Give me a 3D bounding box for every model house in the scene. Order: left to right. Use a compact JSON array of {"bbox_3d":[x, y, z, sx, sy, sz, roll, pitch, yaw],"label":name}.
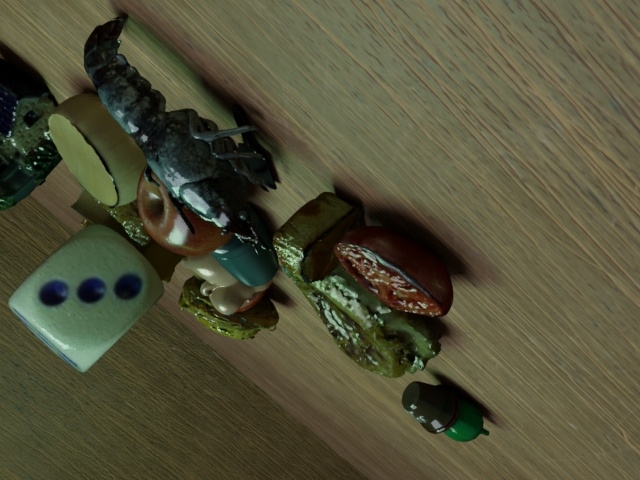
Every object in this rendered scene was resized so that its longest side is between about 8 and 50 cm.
[{"bbox_3d":[-0.778,-0.268,1.571,0.243,0.298,0.284,33,160,14],"label":"model house"}]

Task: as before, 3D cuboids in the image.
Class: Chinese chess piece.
[{"bbox_3d":[-0.468,-0.189,1.431,0.250,0.103,0.250,33,147,25],"label":"Chinese chess piece"}]

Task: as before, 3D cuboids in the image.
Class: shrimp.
[{"bbox_3d":[-0.209,-0.148,1.023,0.410,0.166,0.221,43,132,-15],"label":"shrimp"}]

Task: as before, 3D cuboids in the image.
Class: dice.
[{"bbox_3d":[-0.608,0.151,1.772,0.277,0.304,0.304,45,156,-9],"label":"dice"}]

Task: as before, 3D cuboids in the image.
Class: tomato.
[{"bbox_3d":[0.113,0.033,0.986,0.174,0.082,0.166,43,161,-21],"label":"tomato"}]

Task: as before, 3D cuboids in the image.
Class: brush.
[{"bbox_3d":[-0.110,-0.148,1.078,0.063,0.016,0.193,29,159,24],"label":"brush"}]

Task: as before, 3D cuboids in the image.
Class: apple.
[{"bbox_3d":[-0.232,-0.072,1.227,0.201,0.162,0.201,12,107,45],"label":"apple"}]

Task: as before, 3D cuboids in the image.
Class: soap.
[{"bbox_3d":[-0.549,-0.022,1.945,0.281,0.143,0.259,35,171,17],"label":"soap"}]

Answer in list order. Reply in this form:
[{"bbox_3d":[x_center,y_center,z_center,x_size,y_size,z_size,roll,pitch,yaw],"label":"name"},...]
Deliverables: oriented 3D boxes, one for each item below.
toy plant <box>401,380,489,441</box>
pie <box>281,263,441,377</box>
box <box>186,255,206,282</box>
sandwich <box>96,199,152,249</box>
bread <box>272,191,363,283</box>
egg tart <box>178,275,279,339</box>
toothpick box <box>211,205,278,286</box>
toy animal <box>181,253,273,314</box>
[{"bbox_3d":[0.269,0.370,1.443,0.200,0.105,0.143,32,171,-16],"label":"toy plant"},{"bbox_3d":[0.063,0.131,1.271,0.354,0.103,0.288,17,146,50],"label":"pie"},{"bbox_3d":[-0.270,0.061,1.697,0.177,0.111,0.111,37,161,6],"label":"box"},{"bbox_3d":[-0.505,-0.104,1.707,0.186,0.065,0.215,57,177,40],"label":"sandwich"},{"bbox_3d":[0.000,0.000,1.033,0.069,0.140,0.128,37,157,28],"label":"bread"},{"bbox_3d":[-0.232,0.184,1.737,0.291,0.107,0.291,20,-166,-5],"label":"egg tart"},{"bbox_3d":[-0.155,0.014,1.373,0.120,0.120,0.184,27,161,30],"label":"toothpick box"},{"bbox_3d":[-0.205,0.078,1.547,0.171,0.171,0.198,19,150,44],"label":"toy animal"}]
